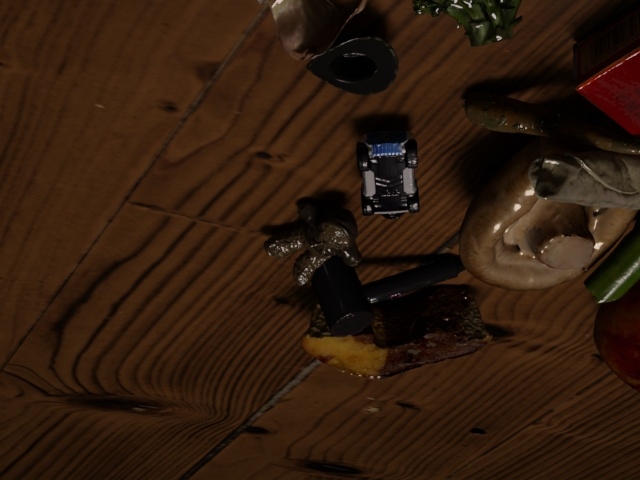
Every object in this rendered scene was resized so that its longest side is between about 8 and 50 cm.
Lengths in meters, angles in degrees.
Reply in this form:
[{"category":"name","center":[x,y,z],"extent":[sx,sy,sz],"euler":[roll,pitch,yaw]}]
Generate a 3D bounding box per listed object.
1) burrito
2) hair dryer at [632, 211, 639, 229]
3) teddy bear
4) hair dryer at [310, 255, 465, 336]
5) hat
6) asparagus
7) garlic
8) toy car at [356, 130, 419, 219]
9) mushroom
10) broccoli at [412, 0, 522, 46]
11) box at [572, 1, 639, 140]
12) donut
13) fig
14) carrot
[{"category":"burrito","center":[0.371,-0.079,1.760],"extent":[0.275,0.082,0.059],"euler":[1,174,-37]},{"category":"hair dryer","center":[0.535,0.021,1.964],"extent":[0.071,0.219,0.124],"euler":[-33,158,-21]},{"category":"teddy bear","center":[0.003,-0.004,2.010],"extent":[0.119,0.078,0.160],"euler":[48,139,-9]},{"category":"hair dryer","center":[0.111,0.051,2.110],"extent":[0.248,0.114,0.070],"euler":[-19,157,-9]},{"category":"hat","center":[0.040,-0.222,1.673],"extent":[0.121,0.050,0.121],"euler":[0,155,0]},{"category":"asparagus","center":[0.468,-0.021,1.898],"extent":[0.060,0.067,0.277],"euler":[36,115,-8]},{"category":"garlic","center":[0.007,-0.271,1.541],"extent":[0.099,0.124,0.174],"euler":[50,126,-2]},{"category":"toy car","center":[0.091,-0.089,1.873],"extent":[0.080,0.070,0.170],"euler":[-4,147,3]},{"category":"mushroom","center":[0.307,-0.040,1.880],"extent":[0.278,0.146,0.278],"euler":[-14,141,-11]},{"category":"broccoli","center":[0.172,-0.282,1.519],"extent":[0.146,0.138,0.162],"euler":[-12,-172,-2]},{"category":"box","center":[0.477,-0.228,1.626],"extent":[0.197,0.089,0.313],"euler":[33,135,-28]},{"category":"donut","center":[0.114,0.143,2.220],"extent":[0.295,0.112,0.151],"euler":[2,151,-3]},{"category":"fig","center":[0.539,0.136,2.139],"extent":[0.224,0.224,0.263],"euler":[21,142,-32]},{"category":"carrot","center":[0.293,-0.141,1.737],"extent":[0.254,0.049,0.049],"euler":[17,154,22]}]
